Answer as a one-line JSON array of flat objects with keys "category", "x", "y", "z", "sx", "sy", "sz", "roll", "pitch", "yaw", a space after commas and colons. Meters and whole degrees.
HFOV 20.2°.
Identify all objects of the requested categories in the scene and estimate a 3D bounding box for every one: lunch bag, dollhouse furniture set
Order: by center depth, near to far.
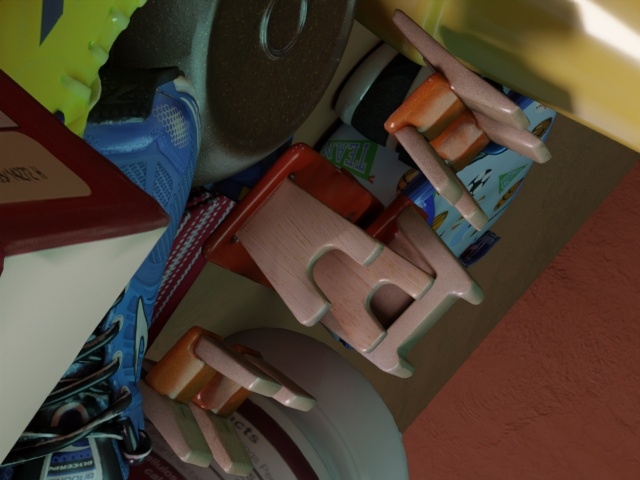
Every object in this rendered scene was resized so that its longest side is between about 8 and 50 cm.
[{"category": "dollhouse furniture set", "x": 0.000, "y": 0.000, "z": 1.076, "sx": 0.262, "sy": 0.135, "sz": 0.259, "roll": -47, "pitch": 161, "yaw": 4}, {"category": "lunch bag", "x": 0.075, "y": -0.035, "z": 1.501, "sx": 0.243, "sy": 0.115, "sz": 0.303, "roll": -44, "pitch": 165, "yaw": -21}]

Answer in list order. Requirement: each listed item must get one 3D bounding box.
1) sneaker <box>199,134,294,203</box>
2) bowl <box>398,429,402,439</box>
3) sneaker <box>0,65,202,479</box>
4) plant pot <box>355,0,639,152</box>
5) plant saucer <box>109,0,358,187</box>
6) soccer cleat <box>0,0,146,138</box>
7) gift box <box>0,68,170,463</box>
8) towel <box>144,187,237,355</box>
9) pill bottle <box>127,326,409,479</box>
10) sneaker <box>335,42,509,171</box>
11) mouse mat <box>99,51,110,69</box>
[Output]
[{"category": "sneaker", "x": -0.058, "y": -0.070, "z": 1.024, "sx": 0.082, "sy": 0.069, "sz": 0.209, "roll": -57, "pitch": 169, "yaw": 4}, {"category": "bowl", "x": -0.088, "y": 0.240, "z": 1.594, "sx": 0.311, "sy": 0.163, "sz": 0.311, "roll": -48, "pitch": 167, "yaw": -14}, {"category": "sneaker", "x": -0.118, "y": 0.047, "z": 0.841, "sx": 0.130, "sy": 0.147, "sz": 0.330, "roll": -6, "pitch": 145, "yaw": -22}, {"category": "plant pot", "x": 0.168, "y": -0.182, "z": 1.095, "sx": 0.254, "sy": 0.239, "sz": 0.254, "roll": -48, "pitch": 167, "yaw": -15}, {"category": "plant saucer", "x": -0.030, "y": -0.114, "z": 0.897, "sx": 0.198, "sy": 0.036, "sz": 0.198, "roll": -43, "pitch": 144, "yaw": -43}, {"category": "soccer cleat", "x": -0.117, "y": -0.071, "z": 0.670, "sx": 0.289, "sy": 0.121, "sz": 0.093, "roll": -44, "pitch": 166, "yaw": -30}, {"category": "gift box", "x": -0.209, "y": 0.048, "z": 0.357, "sx": 0.258, "sy": 0.276, "sz": 0.255, "roll": -53, "pitch": 163, "yaw": 16}, {"category": "towel", "x": -0.157, "y": 0.053, "z": 1.110, "sx": 0.199, "sy": 0.031, "sz": 0.275, "roll": -55, "pitch": 165, "yaw": 30}, {"category": "pill bottle", "x": -0.124, "y": 0.209, "z": 1.121, "sx": 0.392, "sy": 0.224, "sz": 0.224, "roll": -30, "pitch": 156, "yaw": -50}, {"category": "sneaker", "x": 0.123, "y": -0.134, "z": 1.346, "sx": 0.217, "sy": 0.121, "sz": 0.079, "roll": -47, "pitch": 168, "yaw": -15}, {"category": "mouse mat", "x": -0.144, "y": -0.057, "z": 0.888, "sx": 0.152, "sy": 0.007, "sz": 0.189, "roll": -40, "pitch": 163, "yaw": -40}]
